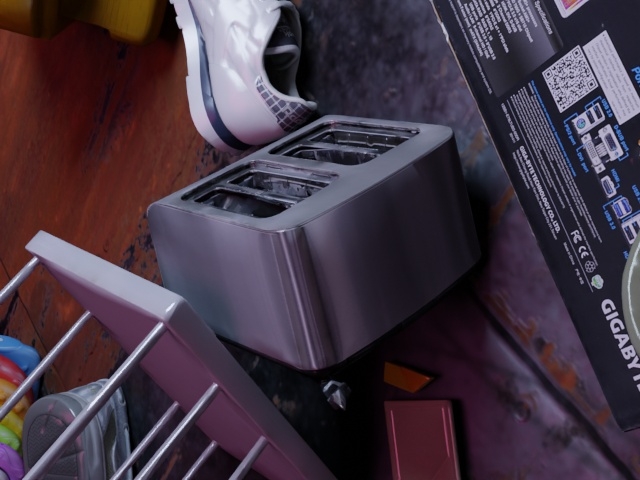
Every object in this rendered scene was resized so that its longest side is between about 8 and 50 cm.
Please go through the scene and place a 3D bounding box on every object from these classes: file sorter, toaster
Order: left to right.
[{"bbox_3d":[-0.133,0.163,0.654,0.192,0.278,0.173,17,59,46],"label":"file sorter"},{"bbox_3d":[0.000,0.000,0.596,0.185,0.168,0.110,15,128,47],"label":"toaster"}]

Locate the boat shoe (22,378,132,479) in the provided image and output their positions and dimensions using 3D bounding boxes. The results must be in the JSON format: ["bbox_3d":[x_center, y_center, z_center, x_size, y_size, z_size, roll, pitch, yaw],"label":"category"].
[{"bbox_3d":[-0.241,0.310,0.954,0.118,0.103,0.321,-2,96,29],"label":"boat shoe"}]

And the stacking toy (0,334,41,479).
[{"bbox_3d":[-0.383,0.246,0.988,0.302,0.175,0.166,50,130,54],"label":"stacking toy"}]

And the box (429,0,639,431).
[{"bbox_3d":[0.217,-0.093,0.437,0.293,0.073,0.296,-37,65,41],"label":"box"}]

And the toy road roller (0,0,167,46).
[{"bbox_3d":[-0.258,-0.299,0.898,0.329,0.240,0.203,-95,21,-67],"label":"toy road roller"}]

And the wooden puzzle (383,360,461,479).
[{"bbox_3d":[0.075,0.147,0.649,0.078,0.014,0.117,-2,90,52],"label":"wooden puzzle"}]

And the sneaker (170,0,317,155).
[{"bbox_3d":[-0.064,-0.192,0.748,0.094,0.090,0.235,-20,80,33],"label":"sneaker"}]

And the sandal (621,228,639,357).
[{"bbox_3d":[0.218,-0.049,0.307,0.303,0.086,0.120,-45,47,36],"label":"sandal"}]
